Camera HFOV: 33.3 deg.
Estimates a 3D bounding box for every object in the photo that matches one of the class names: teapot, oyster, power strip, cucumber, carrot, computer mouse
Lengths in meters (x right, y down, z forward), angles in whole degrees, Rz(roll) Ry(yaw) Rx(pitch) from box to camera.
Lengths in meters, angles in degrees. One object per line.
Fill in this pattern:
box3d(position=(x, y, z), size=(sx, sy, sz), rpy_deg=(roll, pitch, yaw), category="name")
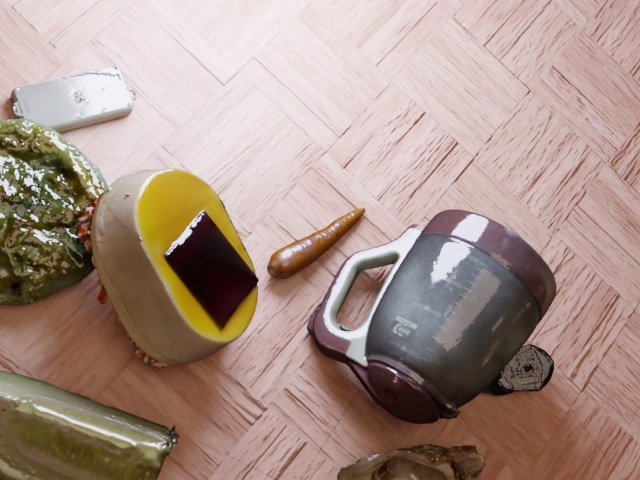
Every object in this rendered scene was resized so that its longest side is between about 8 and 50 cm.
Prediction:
box3d(position=(0.156, 0.119, 1.672), size=(0.315, 0.233, 0.312), rpy_deg=(29, 66, 23), category="teapot")
box3d(position=(0.139, 0.380, 1.636), size=(0.233, 0.107, 0.161), rpy_deg=(-25, 87, -8), category="oyster")
box3d(position=(-0.383, -0.217, 1.662), size=(0.192, 0.035, 0.081), rpy_deg=(-18, 78, -25), category="power strip")
box3d(position=(-0.371, 0.268, 1.468), size=(0.325, 0.105, 0.145), rpy_deg=(23, 92, -13), category="cucumber")
box3d(position=(0.000, 0.000, 1.734), size=(0.216, 0.048, 0.048), rpy_deg=(-33, 86, -32), category="carrot")
box3d(position=(0.322, 0.217, 1.779), size=(0.135, 0.047, 0.079), rpy_deg=(-9, 82, -12), category="computer mouse")

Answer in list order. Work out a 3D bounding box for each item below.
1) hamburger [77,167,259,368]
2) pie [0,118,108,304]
box3d(position=(-0.217, 0.036, 1.557), size=(0.227, 0.151, 0.295), rpy_deg=(-33, 99, -46), category="hamburger")
box3d(position=(-0.437, -0.042, 1.553), size=(0.277, 0.078, 0.277), rpy_deg=(6, 73, -21), category="pie")
